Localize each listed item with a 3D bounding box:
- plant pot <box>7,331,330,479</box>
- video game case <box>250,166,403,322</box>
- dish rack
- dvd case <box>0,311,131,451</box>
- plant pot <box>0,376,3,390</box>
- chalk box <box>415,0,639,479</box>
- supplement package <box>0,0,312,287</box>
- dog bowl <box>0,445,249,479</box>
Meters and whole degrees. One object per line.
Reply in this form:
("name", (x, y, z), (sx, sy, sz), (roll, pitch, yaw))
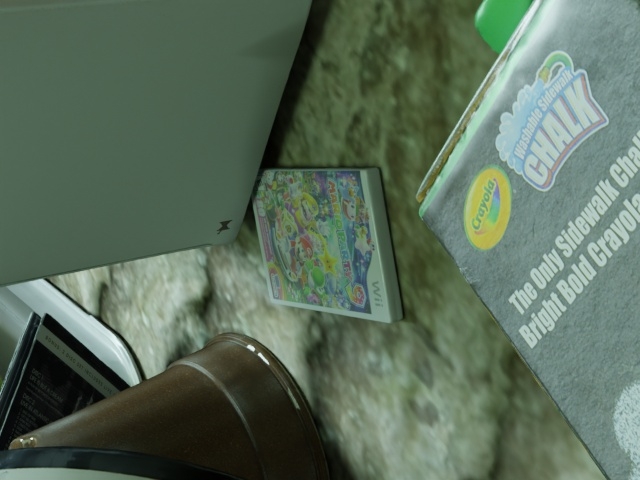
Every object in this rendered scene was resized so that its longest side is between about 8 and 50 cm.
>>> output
("plant pot", (-0.108, 0.164, 0.768), (0.167, 0.165, 0.166), (29, 127, 47))
("video game case", (0.000, 0.000, 0.678), (0.122, 0.011, 0.087), (5, 108, 54))
("dish rack", (-0.265, 0.178, 1.088), (0.333, 0.072, 0.285), (28, 127, 48))
("dvd case", (-0.192, 0.186, 0.825), (0.018, 0.221, 0.164), (-2, 146, 26))
("plant pot", (-0.426, 0.131, 1.037), (0.254, 0.276, 0.276), (19, 120, 38))
("chalk box", (0.132, -0.021, 0.375), (0.213, 0.132, 0.132), (58, 145, 23))
("supplement package", (-0.169, -0.092, 0.646), (0.145, 0.262, 0.204), (57, 144, 31))
("dog bowl", (-0.106, 0.308, 0.633), (0.408, 0.150, 0.407), (7, 126, 9))
